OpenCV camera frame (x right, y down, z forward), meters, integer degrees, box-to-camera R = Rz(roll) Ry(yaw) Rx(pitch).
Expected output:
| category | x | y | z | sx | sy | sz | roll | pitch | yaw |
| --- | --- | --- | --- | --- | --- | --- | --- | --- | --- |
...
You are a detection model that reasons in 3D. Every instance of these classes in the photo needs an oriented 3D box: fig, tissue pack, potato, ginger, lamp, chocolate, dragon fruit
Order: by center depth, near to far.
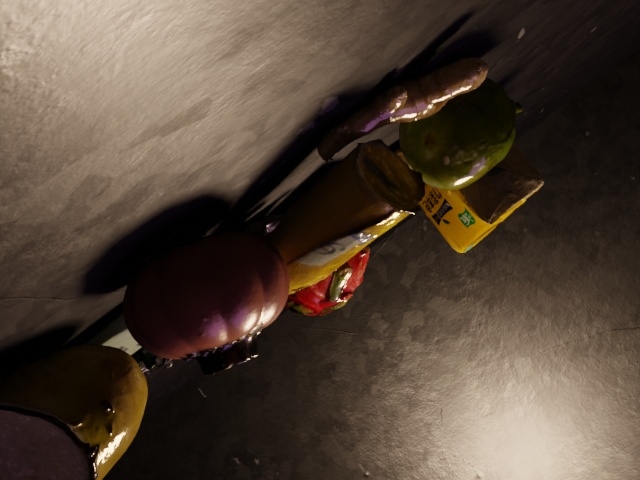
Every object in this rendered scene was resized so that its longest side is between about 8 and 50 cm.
| category | x | y | z | sx | sy | sz | roll | pitch | yaw |
| --- | --- | --- | --- | --- | --- | --- | --- | --- | --- |
| lamp | -0.195 | 0.115 | 1.596 | 0.305 | 0.239 | 0.305 | -21 | 179 | -1 |
| ginger | 0.142 | -0.242 | 1.612 | 0.333 | 0.081 | 0.148 | -24 | -173 | -5 |
| potato | -0.514 | 0.346 | 1.678 | 0.397 | 0.290 | 0.296 | -23 | -161 | 24 |
| chocolate | 0.000 | 0.000 | 1.705 | 0.445 | 0.162 | 0.162 | -42 | 170 | 36 |
| fig | 0.285 | -0.231 | 1.830 | 0.233 | 0.233 | 0.314 | -40 | -179 | 23 |
| dragon fruit | -0.002 | 0.047 | 2.188 | 0.303 | 0.237 | 0.231 | -53 | -174 | 31 |
| tissue pack | 0.406 | -0.159 | 2.449 | 0.228 | 0.293 | 0.382 | -34 | 172 | -11 |

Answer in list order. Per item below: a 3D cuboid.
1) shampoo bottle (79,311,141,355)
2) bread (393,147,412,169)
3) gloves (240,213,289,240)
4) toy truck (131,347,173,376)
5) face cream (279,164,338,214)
| category | x | y | z | sx | sy | sz | roll | pitch | yaw |
| --- | --- | --- | --- | --- | --- | --- | --- | --- | --- |
| shampoo bottle | -0.417 | 0.203 | 1.827 | 0.359 | 0.078 | 0.134 | -37 | 166 | 6 |
| bread | 0.185 | -0.181 | 2.164 | 0.232 | 0.088 | 0.128 | -40 | -179 | -8 |
| gloves | -0.138 | 0.024 | 1.866 | 0.285 | 0.119 | 0.142 | -22 | 175 | 2 |
| toy truck | -0.454 | 0.290 | 2.015 | 0.259 | 0.121 | 0.088 | -35 | 171 | -4 |
| face cream | -0.037 | -0.055 | 1.938 | 0.269 | 0.073 | 0.107 | -39 | -157 | 30 |
